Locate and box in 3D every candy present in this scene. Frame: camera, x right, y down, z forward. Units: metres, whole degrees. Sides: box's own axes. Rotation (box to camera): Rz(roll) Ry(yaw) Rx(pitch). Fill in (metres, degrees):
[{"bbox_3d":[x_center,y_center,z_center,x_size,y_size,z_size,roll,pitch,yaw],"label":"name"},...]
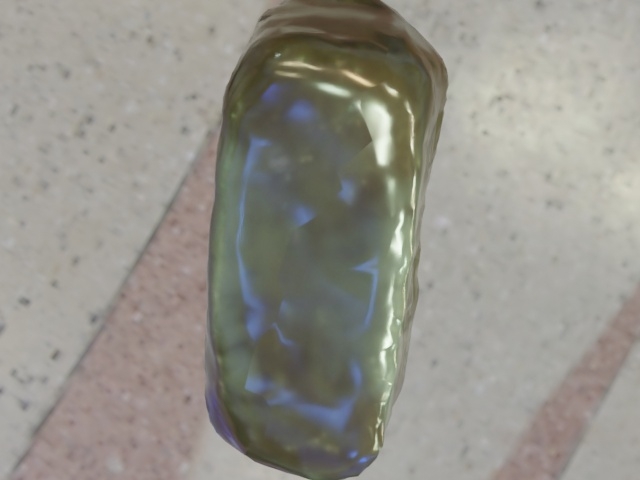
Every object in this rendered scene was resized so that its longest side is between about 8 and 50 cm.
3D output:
[{"bbox_3d":[0.000,0.000,0.932,0.104,0.102,0.234,-65,164,-65],"label":"candy"}]
